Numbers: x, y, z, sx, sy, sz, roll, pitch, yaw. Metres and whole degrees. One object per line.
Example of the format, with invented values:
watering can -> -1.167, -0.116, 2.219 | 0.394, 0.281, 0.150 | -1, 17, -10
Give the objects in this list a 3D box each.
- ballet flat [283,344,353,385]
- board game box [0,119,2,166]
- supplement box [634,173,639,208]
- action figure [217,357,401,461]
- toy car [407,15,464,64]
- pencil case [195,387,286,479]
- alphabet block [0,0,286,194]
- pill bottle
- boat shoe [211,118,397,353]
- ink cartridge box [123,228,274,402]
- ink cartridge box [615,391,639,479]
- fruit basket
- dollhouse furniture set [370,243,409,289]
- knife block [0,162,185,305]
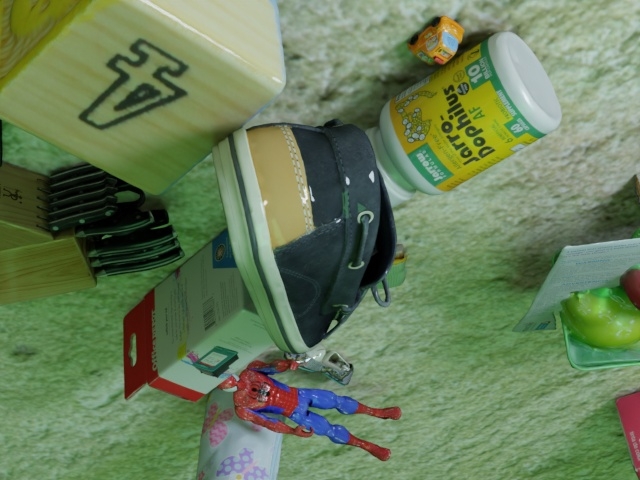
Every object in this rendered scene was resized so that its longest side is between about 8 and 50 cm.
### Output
ballet flat -> 0.001, 0.160, 1.801 | 0.114, 0.041, 0.041 | 26, 130, -35
board game box -> -0.389, -0.148, 1.366 | 0.126, 0.026, 0.186 | 2, 140, -11
supplement box -> 0.426, -0.052, 1.583 | 0.098, 0.062, 0.036 | -9, 142, 3
action figure -> -0.003, 0.220, 1.764 | 0.280, 0.091, 0.139 | 20, 167, -26
toy car -> 0.101, -0.217, 1.348 | 0.060, 0.040, 0.122 | -24, 139, 19
pencil case -> -0.107, 0.318, 1.788 | 0.124, 0.273, 0.113 | -27, 130, 28
alphabet block -> -0.170, -0.191, 1.221 | 0.197, 0.192, 0.193 | 28, 127, -35
pill bottle -> 0.137, -0.120, 1.411 | 0.208, 0.117, 0.117 | -30, 136, 26
boat shoe -> 0.000, 0.000, 1.370 | 0.156, 0.187, 0.500 | -15, 165, 0
ink cartridge box -> -0.142, 0.100, 1.622 | 0.078, 0.134, 0.231 | 26, 131, -35
ink cartridge box -> 0.614, 0.290, 1.978 | 0.306, 0.131, 0.226 | -18, 140, 15
fruit basket -> 0.405, 0.040, 1.560 | 0.327, 0.165, 0.353 | -5, 156, -2
dollhouse furniture set -> 0.038, 0.054, 1.654 | 0.151, 0.058, 0.076 | -6, 141, -2
knife block -> -0.302, 0.011, 1.524 | 0.242, 0.088, 0.275 | 21, 132, -29
